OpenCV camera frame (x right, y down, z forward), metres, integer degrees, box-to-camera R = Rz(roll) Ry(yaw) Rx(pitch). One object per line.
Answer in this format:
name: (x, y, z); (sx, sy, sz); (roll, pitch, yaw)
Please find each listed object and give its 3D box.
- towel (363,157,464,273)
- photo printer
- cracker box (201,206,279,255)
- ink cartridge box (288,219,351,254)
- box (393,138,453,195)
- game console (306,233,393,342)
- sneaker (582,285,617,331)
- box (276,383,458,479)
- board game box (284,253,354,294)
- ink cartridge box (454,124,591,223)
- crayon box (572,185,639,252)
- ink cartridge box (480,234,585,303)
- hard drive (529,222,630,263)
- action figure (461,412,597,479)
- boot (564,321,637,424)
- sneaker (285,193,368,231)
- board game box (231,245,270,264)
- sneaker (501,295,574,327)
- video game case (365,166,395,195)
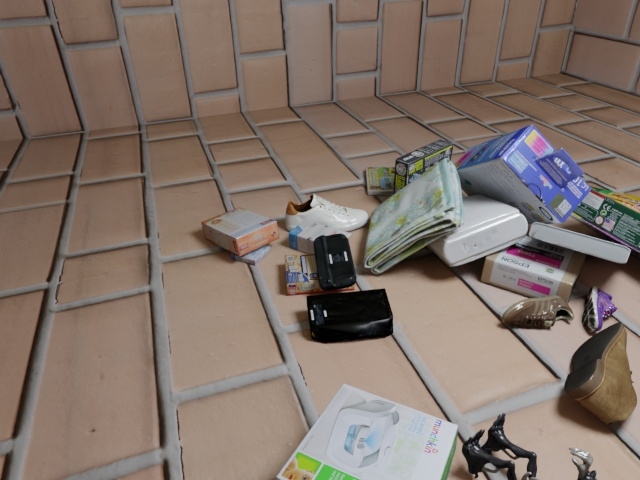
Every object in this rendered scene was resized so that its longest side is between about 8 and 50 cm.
towel: (0.281, -0.082, 1.483); (0.321, 0.090, 0.374); (-33, 20, 28)
photo printer: (0.439, -0.045, 1.477); (0.256, 0.107, 0.307); (-21, 18, -1)
cracker box: (-0.265, -0.033, 1.580); (0.156, 0.067, 0.232); (-25, 29, -33)
ink cartridge box: (0.000, 0.000, 1.549); (0.180, 0.060, 0.104); (18, 37, 29)
box: (0.373, -0.228, 1.751); (0.270, 0.216, 0.060); (-28, 41, -34)
game console: (0.063, 0.113, 1.315); (0.214, 0.043, 0.361); (-4, 47, -5)
sneaker: (0.723, 0.176, 1.238); (0.071, 0.068, 0.170); (21, 38, 22)
box: (0.086, 0.402, 0.818); (0.231, 0.126, 0.262); (14, 24, 24)
board game box: (-0.005, 0.093, 1.416); (0.194, 0.045, 0.146); (-4, 32, -4)
ink cartridge box: (0.606, -0.185, 1.465); (0.151, 0.270, 0.395); (-47, 9, -6)
crayon box: (0.998, -0.035, 1.439); (0.314, 0.106, 0.363); (4, 28, -28)
ink cartridge box: (0.610, 0.075, 1.381); (0.235, 0.088, 0.193); (20, 37, 28)
hard drive: (0.748, 0.005, 1.375); (0.233, 0.047, 0.353); (21, 11, 30)
action figure: (0.374, 0.418, 0.801); (0.164, 0.140, 0.276); (-9, 30, -33)
boot: (0.636, 0.287, 1.064); (0.115, 0.112, 0.305); (47, 44, 12)
sneaker: (0.025, -0.097, 1.648); (0.291, 0.122, 0.105); (-4, 30, -6)
board game box: (-0.221, 0.039, 1.534); (0.090, 0.019, 0.090); (12, 34, 24)
sneaker: (0.557, 0.188, 1.224); (0.189, 0.066, 0.071); (-12, 39, -14)
video game case: (0.290, -0.243, 1.958); (0.207, 0.026, 0.226); (0, 33, 3)
